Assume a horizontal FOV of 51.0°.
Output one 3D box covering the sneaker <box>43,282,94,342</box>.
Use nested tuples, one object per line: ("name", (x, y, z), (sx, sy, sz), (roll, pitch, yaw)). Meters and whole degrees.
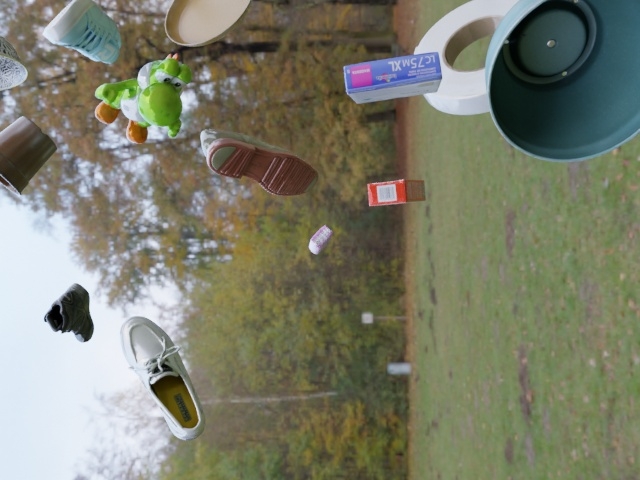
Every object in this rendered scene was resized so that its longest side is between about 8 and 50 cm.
("sneaker", (-0.714, 0.232, 1.896), (0.130, 0.087, 0.228), (-44, -21, -38))

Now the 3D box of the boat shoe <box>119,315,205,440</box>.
("boat shoe", (-0.412, 0.343, 1.734), (0.367, 0.135, 0.156), (60, 158, 14))

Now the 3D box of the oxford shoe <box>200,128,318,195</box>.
("oxford shoe", (-0.171, -0.243, 1.966), (0.140, 0.397, 0.146), (-52, 46, 20))

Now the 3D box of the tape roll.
("tape roll", (0.439, -0.509, 1.815), (0.072, 0.392, 0.392), (48, -145, -46))

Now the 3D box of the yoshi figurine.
("yoshi figurine", (-0.465, -0.353, 1.768), (0.203, 0.362, 0.203), (-25, -85, -40))

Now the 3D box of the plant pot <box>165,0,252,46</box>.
("plant pot", (-0.250, -0.532, 1.537), (0.032, 0.236, 0.236), (48, -142, -54))

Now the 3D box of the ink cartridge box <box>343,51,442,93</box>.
("ink cartridge box", (0.149, -0.329, 1.367), (0.311, 0.185, 0.065), (-52, -46, -78))

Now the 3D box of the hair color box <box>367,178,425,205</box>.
("hair color box", (0.143, -0.089, 1.242), (0.141, 0.072, 0.043), (-10, -85, -68))

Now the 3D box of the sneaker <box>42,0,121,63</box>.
("sneaker", (-0.568, -0.518, 1.682), (0.150, 0.135, 0.366), (44, -167, -17))

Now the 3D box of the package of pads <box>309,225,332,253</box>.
("package of pads", (0.000, 0.000, 1.518), (0.050, 0.032, 0.083), (-44, -6, -12))

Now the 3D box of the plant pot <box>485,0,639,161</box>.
("plant pot", (0.406, -0.306, 1.118), (0.196, 0.293, 0.293), (-90, -3, -55))

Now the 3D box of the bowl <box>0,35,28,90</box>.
("bowl", (-0.610, -0.330, 1.179), (0.170, 0.170, 0.080), (52, -152, -82))

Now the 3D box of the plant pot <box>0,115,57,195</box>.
("plant pot", (-0.817, -0.235, 1.811), (0.165, 0.167, 0.167), (-50, -21, -18))
